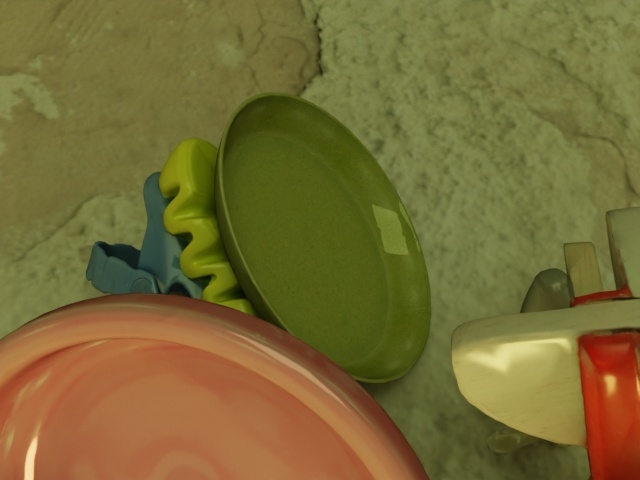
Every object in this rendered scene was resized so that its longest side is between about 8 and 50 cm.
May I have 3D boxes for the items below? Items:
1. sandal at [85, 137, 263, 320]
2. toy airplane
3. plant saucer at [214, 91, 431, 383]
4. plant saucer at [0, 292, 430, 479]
[{"bbox_3d":[-0.088,0.090,0.660,0.138,0.126,0.318,-24,72,21],"label":"sandal"},{"bbox_3d":[0.174,0.178,0.515,0.272,0.386,0.385,-26,76,27],"label":"toy airplane"},{"bbox_3d":[0.000,0.000,0.676,0.241,0.037,0.241,33,42,-36],"label":"plant saucer"},{"bbox_3d":[-0.079,0.183,0.535,0.332,0.332,0.084,28,22,8],"label":"plant saucer"}]
